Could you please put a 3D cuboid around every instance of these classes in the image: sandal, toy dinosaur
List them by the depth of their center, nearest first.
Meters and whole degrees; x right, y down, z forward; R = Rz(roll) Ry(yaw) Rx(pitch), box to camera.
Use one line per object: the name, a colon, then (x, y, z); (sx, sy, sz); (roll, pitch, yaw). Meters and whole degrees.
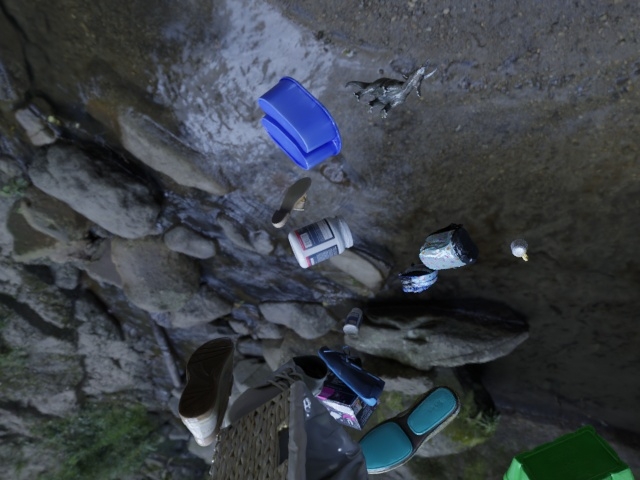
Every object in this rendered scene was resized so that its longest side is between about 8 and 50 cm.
toy dinosaur: (0.212, -0.482, 1.365); (0.313, 0.160, 0.121); (15, 133, 51)
sandal: (-0.102, -0.137, 1.657); (0.088, 0.240, 0.079); (18, 156, 38)

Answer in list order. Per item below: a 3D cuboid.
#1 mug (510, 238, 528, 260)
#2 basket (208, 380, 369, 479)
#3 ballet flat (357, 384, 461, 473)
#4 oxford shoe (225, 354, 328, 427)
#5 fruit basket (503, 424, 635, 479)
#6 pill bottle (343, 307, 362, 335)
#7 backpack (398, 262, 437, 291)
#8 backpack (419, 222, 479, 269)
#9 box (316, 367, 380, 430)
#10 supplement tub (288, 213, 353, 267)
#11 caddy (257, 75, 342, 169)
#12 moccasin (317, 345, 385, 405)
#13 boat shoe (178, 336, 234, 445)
mug: (0.785, 0.037, 1.639); (0.078, 0.064, 0.062); (25, 118, 16)
basket: (-0.058, 0.580, 0.950); (0.266, 0.328, 0.331); (-32, 112, 10)
ballet flat: (0.250, 0.537, 1.183); (0.348, 0.123, 0.123); (-38, 125, 2)
oxford shoe: (-0.116, 0.458, 1.276); (0.169, 0.449, 0.130); (33, 111, 24)
fruit basket: (0.852, 0.858, 1.410); (0.391, 0.283, 0.392); (-6, 118, -11)
pill bottle: (0.144, 0.347, 1.802); (0.067, 0.120, 0.067); (10, 125, 14)
backpack: (0.494, 0.179, 2.043); (0.173, 0.158, 0.117); (-9, 103, 45)
backpack: (0.439, 0.030, 1.471); (0.182, 0.115, 0.152); (-12, 119, 50)
box: (0.095, 0.655, 1.753); (0.247, 0.163, 0.142); (-3, 118, 43)
supplement tub: (0.000, 0.000, 2.015); (0.272, 0.191, 0.191); (-22, 139, -7)
caddy: (-0.066, -0.424, 1.497); (0.341, 0.179, 0.241); (47, 163, 15)
moccasin: (0.127, 0.519, 1.680); (0.342, 0.117, 0.138); (32, 163, 43)
boat shoe: (-0.293, 0.384, 1.117); (0.121, 0.341, 0.110); (-10, 111, 3)
